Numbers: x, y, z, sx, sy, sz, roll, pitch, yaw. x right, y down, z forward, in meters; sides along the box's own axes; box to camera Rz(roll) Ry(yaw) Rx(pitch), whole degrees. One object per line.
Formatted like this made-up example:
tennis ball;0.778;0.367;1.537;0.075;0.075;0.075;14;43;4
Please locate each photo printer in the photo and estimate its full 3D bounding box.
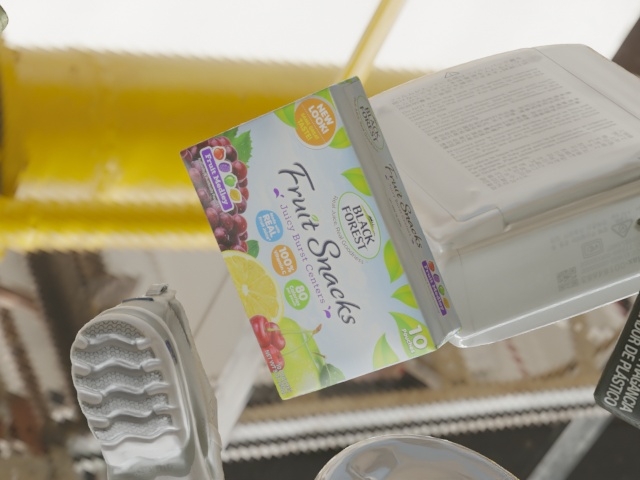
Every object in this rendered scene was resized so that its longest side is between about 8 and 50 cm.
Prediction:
photo printer;0.144;-0.050;1.513;0.256;0.107;0.307;-19;-153;-13

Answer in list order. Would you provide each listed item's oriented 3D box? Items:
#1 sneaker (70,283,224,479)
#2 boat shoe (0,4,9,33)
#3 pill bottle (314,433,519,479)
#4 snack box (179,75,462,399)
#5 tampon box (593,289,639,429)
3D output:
sneaker;-0.102;0.164;1.466;0.105;0.281;0.115;4;-155;19
boat shoe;-0.343;-0.165;1.659;0.080;0.224;0.073;48;-122;-31
pill bottle;0.029;0.267;1.218;0.160;0.283;0.160;13;-142;-11
snack box;0.000;0.000;1.018;0.037;0.100;0.141;-28;-85;-59
tampon box;0.173;0.020;0.482;0.161;0.120;0.101;27;-165;26
